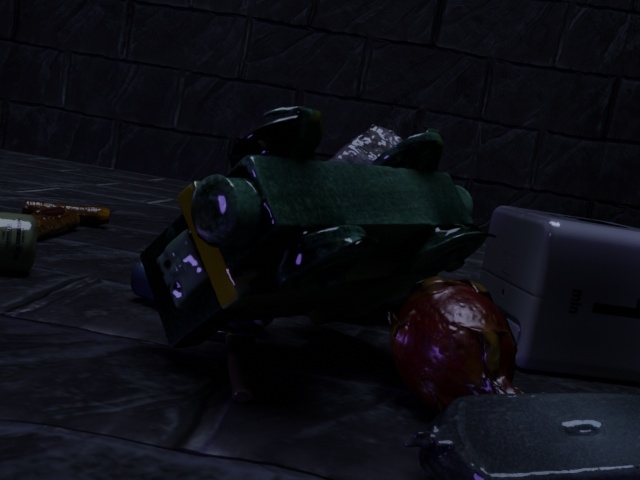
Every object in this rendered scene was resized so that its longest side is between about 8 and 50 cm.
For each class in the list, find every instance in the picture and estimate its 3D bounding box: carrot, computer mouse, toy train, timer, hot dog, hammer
[{"bbox_3d":[-0.508,-0.057,1.440,0.170,0.042,0.042,8,7,-12],"label":"carrot"},{"bbox_3d":[0.174,0.164,0.522,0.228,0.068,0.113,-1,21,0],"label":"computer mouse"},{"bbox_3d":[0.000,0.000,0.756,0.253,0.160,0.397,-36,-21,35],"label":"toy train"},{"bbox_3d":[0.340,0.067,0.979,0.194,0.194,0.192,7,7,-9],"label":"timer"},{"bbox_3d":[-0.489,-0.035,1.280,0.066,0.047,0.216,7,7,3],"label":"hot dog"},{"bbox_3d":[-0.088,0.120,0.720,0.062,0.013,0.199,8,7,-11],"label":"hammer"}]

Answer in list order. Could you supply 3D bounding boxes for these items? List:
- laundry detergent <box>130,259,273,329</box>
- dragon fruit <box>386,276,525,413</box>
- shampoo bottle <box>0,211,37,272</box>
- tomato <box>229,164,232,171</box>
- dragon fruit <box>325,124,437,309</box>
[{"bbox_3d":[-0.136,0.065,0.902,0.206,0.061,0.096,14,9,31],"label":"laundry detergent"},{"bbox_3d":[0.146,0.120,0.674,0.125,0.125,0.246,-22,37,-14],"label":"dragon fruit"},{"bbox_3d":[-0.456,-0.003,0.933,0.162,0.079,0.079,6,8,-27],"label":"shampoo bottle"},{"bbox_3d":[-0.053,-0.054,1.546,0.334,0.176,0.289,3,31,-44],"label":"tomato"},{"bbox_3d":[0.062,0.009,1.064,0.221,0.283,0.204,40,56,7],"label":"dragon fruit"}]
